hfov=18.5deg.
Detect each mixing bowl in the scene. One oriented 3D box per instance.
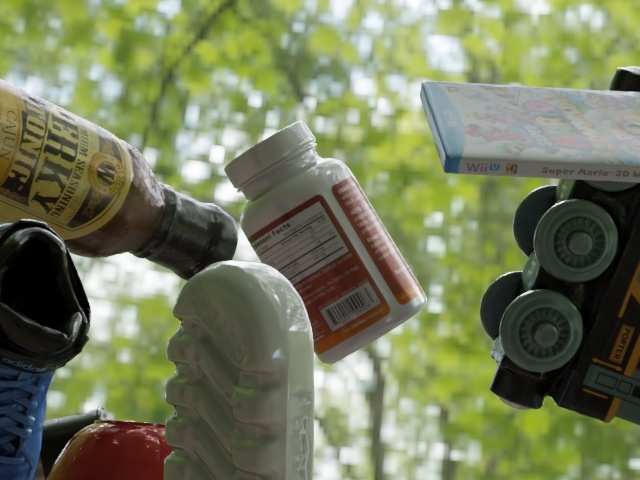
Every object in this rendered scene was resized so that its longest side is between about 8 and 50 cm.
[{"bbox_3d":[-0.135,0.190,1.508,0.181,0.098,0.181,5,-9,1],"label":"mixing bowl"}]

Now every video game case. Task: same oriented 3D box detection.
[{"bbox_3d":[0.156,-0.073,1.306,0.166,0.119,0.015,2,-61,-7],"label":"video game case"}]

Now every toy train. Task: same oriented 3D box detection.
[{"bbox_3d":[0.276,0.013,1.811,0.190,0.334,0.142,20,5,-9],"label":"toy train"}]

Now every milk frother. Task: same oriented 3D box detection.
[{"bbox_3d":[-0.237,0.232,1.711,0.135,0.143,0.129,-12,-24,1],"label":"milk frother"}]

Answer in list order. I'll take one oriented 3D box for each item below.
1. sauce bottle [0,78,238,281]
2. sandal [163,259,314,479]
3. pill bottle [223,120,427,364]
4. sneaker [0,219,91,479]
[{"bbox_3d":[-0.219,-0.054,1.611,0.344,0.111,0.111,23,-35,-35],"label":"sauce bottle"},{"bbox_3d":[-0.030,0.213,1.252,0.102,0.169,0.416,-8,-65,-32],"label":"sandal"},{"bbox_3d":[0.000,0.000,1.887,0.121,0.216,0.121,-30,-2,-1],"label":"pill bottle"},{"bbox_3d":[-0.145,0.065,0.902,0.058,0.152,0.084,12,-14,-25],"label":"sneaker"}]
